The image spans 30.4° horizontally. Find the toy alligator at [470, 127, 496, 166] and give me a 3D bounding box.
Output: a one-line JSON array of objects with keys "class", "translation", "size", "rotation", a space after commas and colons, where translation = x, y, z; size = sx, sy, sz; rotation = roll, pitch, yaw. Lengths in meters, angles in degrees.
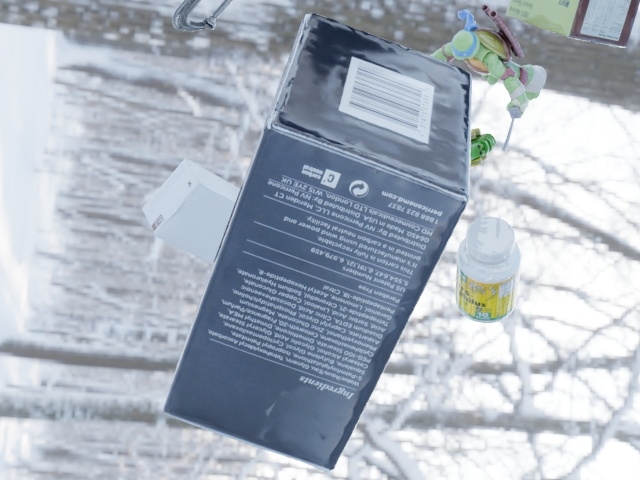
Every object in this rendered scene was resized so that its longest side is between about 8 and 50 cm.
[{"class": "toy alligator", "translation": [0.264, -0.156, 2.004], "size": [0.189, 0.051, 0.056], "rotation": [-37, 114, -64]}]

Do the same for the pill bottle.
[{"class": "pill bottle", "translation": [0.307, 0.053, 2.161], "size": [0.208, 0.117, 0.118], "rotation": [84, 2, -54]}]

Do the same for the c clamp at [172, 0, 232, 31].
[{"class": "c clamp", "translation": [-0.144, -0.363, 1.754], "size": [0.160, 0.137, 0.022], "rotation": [-41, -108, 19]}]

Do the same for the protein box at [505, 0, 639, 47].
[{"class": "protein box", "translation": [0.462, -0.467, 2.088], "size": [0.200, 0.136, 0.201], "rotation": [40, -60, 57]}]

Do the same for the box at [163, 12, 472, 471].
[{"class": "box", "translation": [0.000, 0.000, 1.323], "size": [0.293, 0.212, 0.395], "rotation": [-78, -172, -57]}]

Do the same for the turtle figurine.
[{"class": "turtle figurine", "translation": [0.294, -0.284, 2.189], "size": [0.197, 0.266, 0.275], "rotation": [-8, -92, 34]}]

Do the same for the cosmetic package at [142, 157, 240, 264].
[{"class": "cosmetic package", "translation": [-0.160, -0.027, 1.903], "size": [0.117, 0.231, 0.085], "rotation": [-47, -138, 13]}]
